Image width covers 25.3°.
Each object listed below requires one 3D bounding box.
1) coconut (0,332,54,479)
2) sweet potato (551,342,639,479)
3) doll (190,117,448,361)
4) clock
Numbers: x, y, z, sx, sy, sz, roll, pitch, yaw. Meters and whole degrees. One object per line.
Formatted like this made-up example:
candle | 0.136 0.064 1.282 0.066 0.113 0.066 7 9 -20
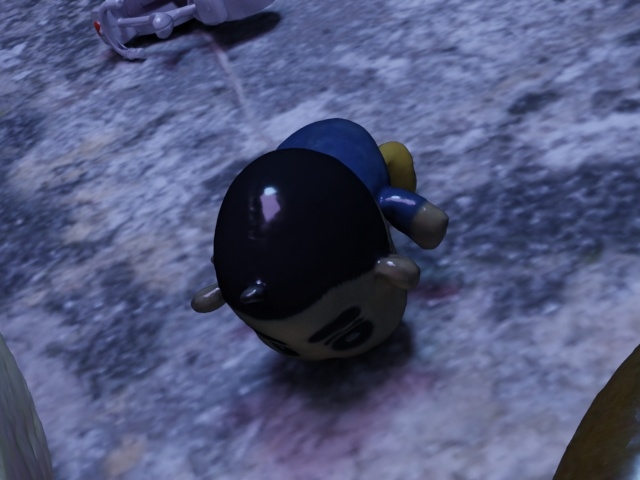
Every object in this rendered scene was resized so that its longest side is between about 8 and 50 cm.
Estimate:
coconut | -0.180 0.107 0.403 0.236 0.197 0.237 -14 35 10
sweet potato | 0.127 0.068 0.395 0.108 0.079 0.346 36 57 22
doll | 0.000 0.000 0.574 0.102 0.089 0.179 -10 9 18
clock | -0.085 -0.148 0.886 0.087 0.041 0.129 -38 29 -32
